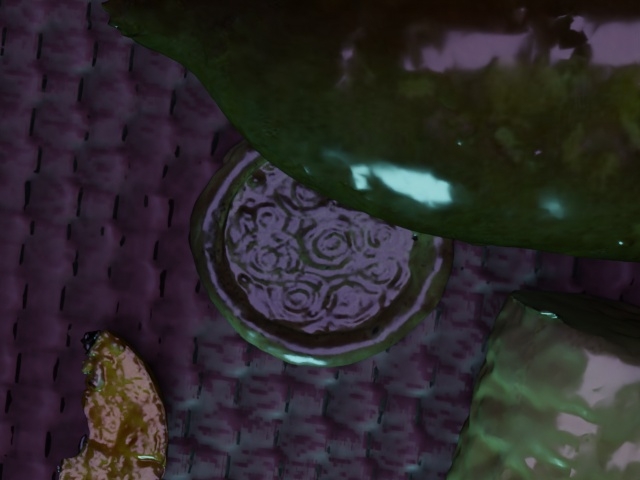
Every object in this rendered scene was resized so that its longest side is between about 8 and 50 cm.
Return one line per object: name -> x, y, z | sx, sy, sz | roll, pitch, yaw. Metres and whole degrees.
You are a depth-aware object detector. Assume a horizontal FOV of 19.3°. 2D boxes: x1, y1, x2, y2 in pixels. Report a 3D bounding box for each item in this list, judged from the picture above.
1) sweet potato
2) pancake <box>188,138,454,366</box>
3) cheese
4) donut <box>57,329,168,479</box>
sweet potato -> 0.106, -0.062, 0.706 | 0.370, 0.158, 0.157 | -4, 95, -6
pancake -> 0.000, 0.000, 0.806 | 0.115, 0.011, 0.115 | 0, 95, 3
cheese -> 0.110, 0.109, 0.768 | 0.123, 0.094, 0.167 | 13, 101, -6
donut -> -0.095, 0.082, 0.810 | 0.067, 0.038, 0.083 | -21, 89, 9
